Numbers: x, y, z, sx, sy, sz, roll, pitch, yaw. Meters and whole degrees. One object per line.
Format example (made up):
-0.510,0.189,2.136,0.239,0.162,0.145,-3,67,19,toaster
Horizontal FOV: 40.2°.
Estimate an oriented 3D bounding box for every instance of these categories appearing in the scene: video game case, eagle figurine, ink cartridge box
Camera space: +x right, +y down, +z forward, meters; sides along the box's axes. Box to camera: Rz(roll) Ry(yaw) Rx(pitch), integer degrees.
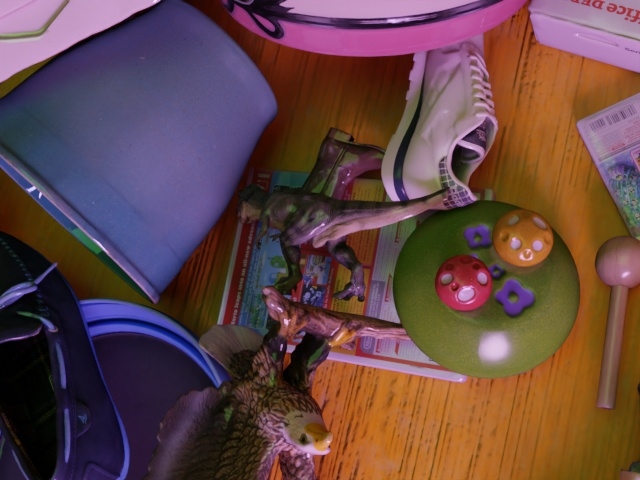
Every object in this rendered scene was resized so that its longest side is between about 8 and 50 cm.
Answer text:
0.357,-0.089,0.867,0.157,0.019,0.143,-25,70,12,video game case
-0.040,0.200,0.814,0.226,0.225,0.298,11,82,11,eagle figurine
0.034,0.030,0.952,0.285,0.025,0.204,7,80,21,video game case
0.324,-0.287,0.891,0.153,0.087,0.208,24,86,24,ink cartridge box
-0.276,-0.305,0.946,0.279,0.385,0.160,-25,110,9,ink cartridge box

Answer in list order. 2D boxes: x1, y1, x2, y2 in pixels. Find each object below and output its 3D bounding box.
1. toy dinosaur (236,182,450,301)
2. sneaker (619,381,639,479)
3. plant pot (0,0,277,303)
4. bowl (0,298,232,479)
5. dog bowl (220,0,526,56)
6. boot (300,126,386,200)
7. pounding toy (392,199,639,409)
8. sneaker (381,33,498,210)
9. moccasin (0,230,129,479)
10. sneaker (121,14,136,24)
0.000,0.000,0.890,0.268,0.064,0.118,3,85,34,toy dinosaur
0.260,0.287,0.746,0.236,0.130,0.323,-20,76,10,sneaker
-0.194,-0.114,0.958,0.271,0.271,0.255,36,76,24,plant pot
-0.248,0.260,0.970,0.391,0.077,0.391,-5,76,19,bowl
0.054,-0.334,0.880,0.408,0.150,0.408,-2,44,2,dog bowl
0.029,-0.052,0.942,0.106,0.037,0.114,26,90,23,boot
0.185,0.036,0.815,0.237,0.110,0.183,16,70,10,pounding toy
0.142,-0.137,0.899,0.095,0.090,0.235,1,69,42,sneaker
-0.308,0.112,0.922,0.138,0.117,0.342,-43,66,6,moccasin
-0.243,-0.220,1.101,0.070,0.051,0.134,-23,74,8,sneaker
